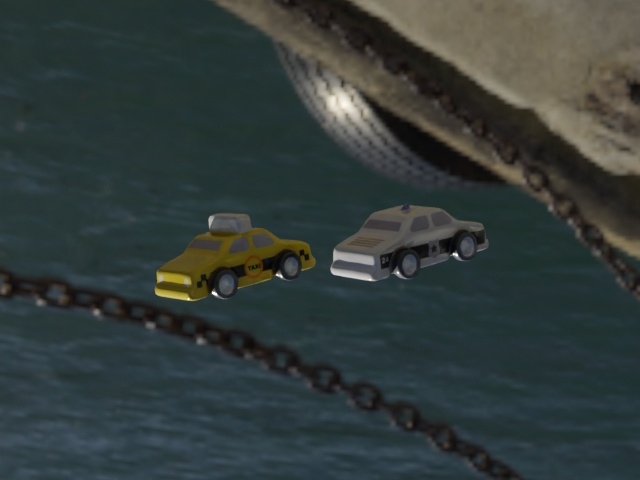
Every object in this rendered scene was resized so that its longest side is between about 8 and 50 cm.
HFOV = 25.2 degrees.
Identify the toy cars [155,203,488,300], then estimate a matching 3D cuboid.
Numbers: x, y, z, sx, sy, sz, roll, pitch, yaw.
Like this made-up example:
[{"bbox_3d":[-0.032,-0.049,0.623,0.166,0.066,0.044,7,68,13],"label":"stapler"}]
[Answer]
[{"bbox_3d":[0.000,0.000,1.679,0.393,0.087,0.176,-6,-169,3],"label":"toy cars"}]
